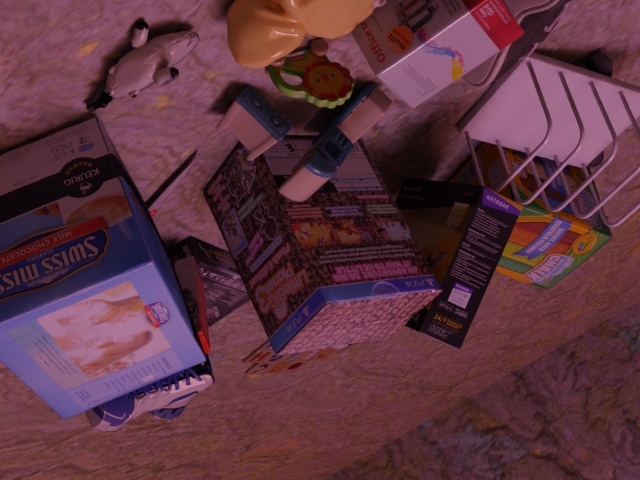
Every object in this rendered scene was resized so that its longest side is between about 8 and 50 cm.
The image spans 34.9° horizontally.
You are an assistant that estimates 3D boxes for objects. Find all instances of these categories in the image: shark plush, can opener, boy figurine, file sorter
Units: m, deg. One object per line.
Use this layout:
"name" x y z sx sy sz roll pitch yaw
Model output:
"shark plush" -0.211 -0.191 1.204 0.161 0.073 0.067 -44 -179 26
"can opener" 0.482 -0.219 1.793 0.076 0.095 0.283 -27 157 1
"boy figurine" 0.016 -0.296 1.165 0.285 0.092 0.177 -34 156 20
"file sorter" 0.403 -0.154 1.660 0.278 0.173 0.193 12 140 -26

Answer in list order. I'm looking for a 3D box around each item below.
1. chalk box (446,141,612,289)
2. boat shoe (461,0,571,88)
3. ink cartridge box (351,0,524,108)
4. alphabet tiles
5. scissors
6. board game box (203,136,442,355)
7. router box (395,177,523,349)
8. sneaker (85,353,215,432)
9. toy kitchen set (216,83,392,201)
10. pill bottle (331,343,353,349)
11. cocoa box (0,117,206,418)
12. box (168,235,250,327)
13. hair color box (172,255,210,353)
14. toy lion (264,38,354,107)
"chalk box" 0.392 -0.042 1.843 0.289 0.179 0.180 17 136 -24
"boat shoe" 0.276 -0.330 1.359 0.095 0.112 0.335 -34 168 -28
"ink cartridge box" 0.136 -0.277 1.278 0.176 0.128 0.127 -34 155 16
"alphabet tiles" -0.006 0.214 2.304 0.342 0.011 0.285 -41 153 30
"scissors" -0.268 -0.031 1.513 0.109 0.021 0.297 -8 152 -33
"board game box" 0.000 0.000 1.513 0.232 0.291 0.141 -4 148 -41
"router box" 0.180 0.027 1.666 0.081 0.242 0.309 25 177 -19
"sneaker" -0.315 0.262 1.973 0.182 0.127 0.315 -40 160 21
"toy kitchen set" -0.020 -0.177 1.416 0.122 0.166 0.207 -41 -171 32
"pill bottle" 0.144 0.067 1.916 0.334 0.187 0.188 -19 156 -11
"cocoa box" -0.318 0.052 1.350 0.232 0.228 0.347 -22 154 -5
"box" -0.224 0.086 1.758 0.183 0.056 0.231 -33 155 16
"hair color box" -0.225 0.107 1.564 0.093 0.167 0.053 -15 131 1
"toy lion" -0.011 -0.209 1.312 0.100 0.096 0.034 -16 155 -20
